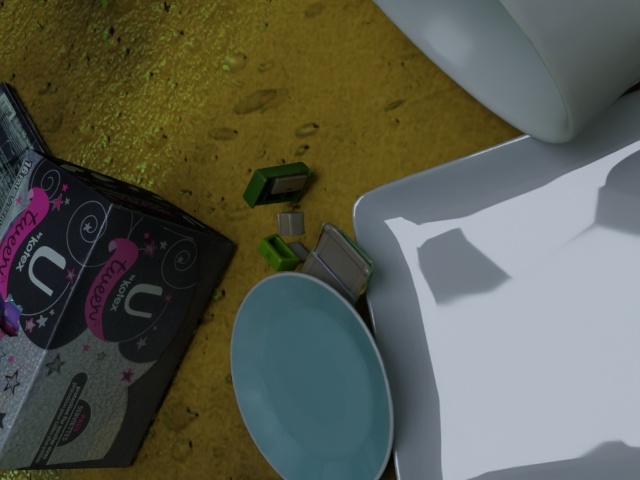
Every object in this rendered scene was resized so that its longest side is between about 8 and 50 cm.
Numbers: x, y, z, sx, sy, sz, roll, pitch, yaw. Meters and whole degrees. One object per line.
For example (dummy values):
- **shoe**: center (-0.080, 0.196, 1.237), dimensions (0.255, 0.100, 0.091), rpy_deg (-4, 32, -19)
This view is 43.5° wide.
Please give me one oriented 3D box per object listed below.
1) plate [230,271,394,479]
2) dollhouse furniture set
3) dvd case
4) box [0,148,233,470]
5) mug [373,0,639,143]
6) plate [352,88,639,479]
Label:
- **plate**: center (-0.006, 0.116, 0.647), dimensions (0.188, 0.024, 0.188), rpy_deg (13, 109, 44)
- **dollhouse furniture set**: center (0.000, 0.000, 0.677), dimensions (0.152, 0.058, 0.076), rpy_deg (48, 128, 27)
- **dvd case**: center (-0.417, -0.061, 0.978), dimensions (0.221, 0.018, 0.164), rpy_deg (-45, 61, 14)
- **box**: center (-0.220, 0.069, 0.737), dimensions (0.142, 0.163, 0.247), rpy_deg (28, 94, 35)
- **mug**: center (0.200, -0.245, 0.473), dimensions (0.328, 0.276, 0.374), rpy_deg (-45, 47, 5)
- **plate**: center (0.168, 0.057, 0.569), dimensions (0.277, 0.045, 0.278), rpy_deg (-20, 69, 28)
